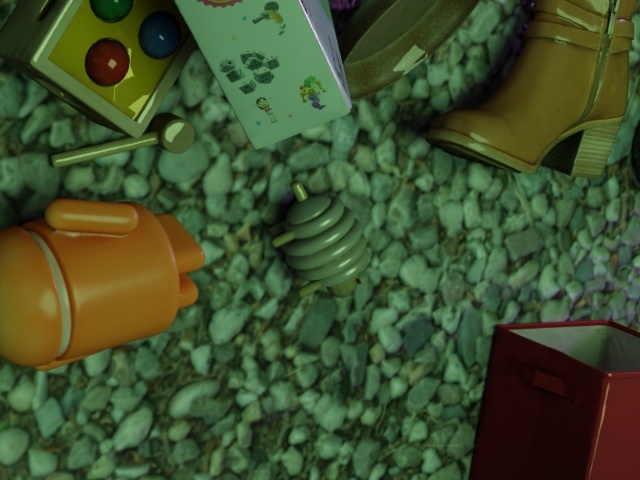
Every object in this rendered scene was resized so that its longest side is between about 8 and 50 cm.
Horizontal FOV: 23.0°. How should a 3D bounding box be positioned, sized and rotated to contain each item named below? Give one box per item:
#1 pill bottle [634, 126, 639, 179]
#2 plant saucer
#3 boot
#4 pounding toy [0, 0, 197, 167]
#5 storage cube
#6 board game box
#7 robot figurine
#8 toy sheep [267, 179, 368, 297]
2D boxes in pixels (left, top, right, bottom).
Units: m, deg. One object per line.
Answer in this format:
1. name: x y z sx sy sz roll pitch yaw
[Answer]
1. pill bottle: 0.485 -0.087 1.776 0.130 0.246 0.130 -11 109 -34
2. plant saucer: 0.081 -0.214 1.519 0.199 0.036 0.198 -37 166 -10
3. boot: 0.233 -0.181 1.648 0.283 0.109 0.220 3 103 -39
4. pounding toy: -0.173 -0.136 1.375 0.206 0.094 0.181 36 81 -37
5. storage cube: 0.310 0.208 1.776 0.215 0.184 0.193 1 103 -37
6. board game box: -0.082 -0.262 1.301 0.098 0.224 0.303 -21 129 8
7. robot figurine: -0.212 0.036 1.377 0.219 0.158 0.128 -15 84 -32
8. toy sheep: 0.000 0.000 1.551 0.091 0.091 0.132 -38 117 -22
